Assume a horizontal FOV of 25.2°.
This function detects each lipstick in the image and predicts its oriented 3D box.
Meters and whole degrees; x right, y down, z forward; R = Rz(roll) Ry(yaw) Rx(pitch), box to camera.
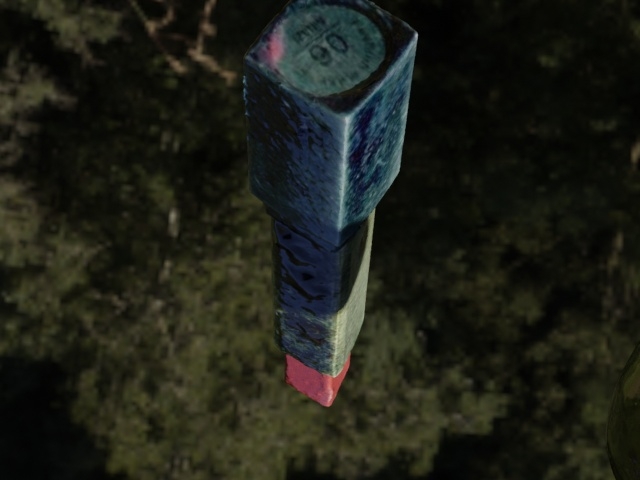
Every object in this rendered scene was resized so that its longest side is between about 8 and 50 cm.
[{"bbox_3d":[0.000,0.000,0.659,0.051,0.051,0.312,30,156,13],"label":"lipstick"}]

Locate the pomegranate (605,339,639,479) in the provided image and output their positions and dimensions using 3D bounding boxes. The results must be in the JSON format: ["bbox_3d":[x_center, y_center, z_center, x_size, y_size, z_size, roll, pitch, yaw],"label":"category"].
[{"bbox_3d":[0.394,0.128,1.206,0.291,0.323,0.291,25,148,17],"label":"pomegranate"}]
